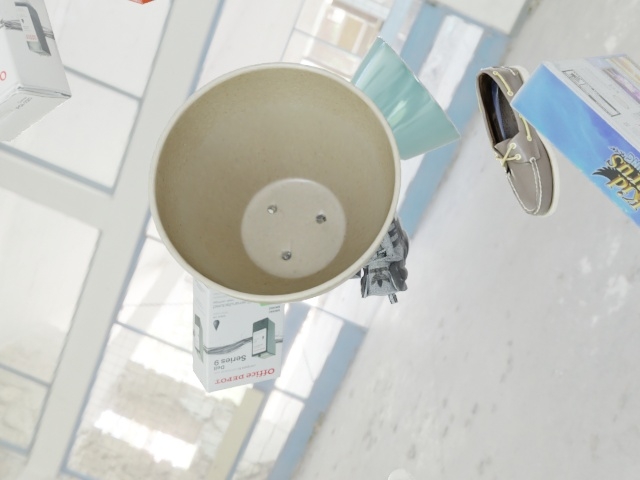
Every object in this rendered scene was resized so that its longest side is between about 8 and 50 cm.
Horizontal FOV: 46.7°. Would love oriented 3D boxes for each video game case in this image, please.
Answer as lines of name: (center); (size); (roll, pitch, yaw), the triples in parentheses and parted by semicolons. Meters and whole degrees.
video game case: (0.358, -0.085, 0.779); (0.244, 0.269, 0.061); (-19, -27, -47)

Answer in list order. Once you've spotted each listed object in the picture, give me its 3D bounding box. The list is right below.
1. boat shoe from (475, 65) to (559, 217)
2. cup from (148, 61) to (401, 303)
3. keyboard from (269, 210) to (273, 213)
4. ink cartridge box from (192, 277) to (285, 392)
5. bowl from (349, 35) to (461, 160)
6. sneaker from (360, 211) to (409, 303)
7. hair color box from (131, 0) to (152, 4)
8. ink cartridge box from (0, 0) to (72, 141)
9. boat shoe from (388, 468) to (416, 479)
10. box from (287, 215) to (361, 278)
boat shoe: (0.392, -0.200, 1.498); (0.116, 0.096, 0.325); (-28, 71, 60)
cup: (-0.050, -0.050, 1.065); (0.237, 0.330, 0.331); (72, -142, -72)
keyboard: (-0.097, -0.018, 1.359); (0.014, 0.072, 0.256); (-44, -32, -30)
ink cartridge box: (-0.204, 0.214, 1.854); (0.121, 0.211, 0.289); (38, 130, 55)
bowl: (0.173, -0.310, 1.753); (0.163, 0.311, 0.311); (-40, 8, 10)
sneaker: (0.100, 0.015, 1.335); (0.268, 0.101, 0.153); (50, -146, -53)
hair color box: (-0.243, -0.438, 1.210); (0.167, 0.093, 0.054); (-28, -53, -27)
ink cartridge box: (-0.455, -0.268, 1.039); (0.158, 0.218, 0.092); (-24, -12, 31)
boat shoe: (0.185, 0.489, 1.312); (0.066, 0.184, 0.063); (-42, -42, -9)
box: (0.000, 0.000, 1.527); (0.093, 0.155, 0.159); (30, -121, -52)
